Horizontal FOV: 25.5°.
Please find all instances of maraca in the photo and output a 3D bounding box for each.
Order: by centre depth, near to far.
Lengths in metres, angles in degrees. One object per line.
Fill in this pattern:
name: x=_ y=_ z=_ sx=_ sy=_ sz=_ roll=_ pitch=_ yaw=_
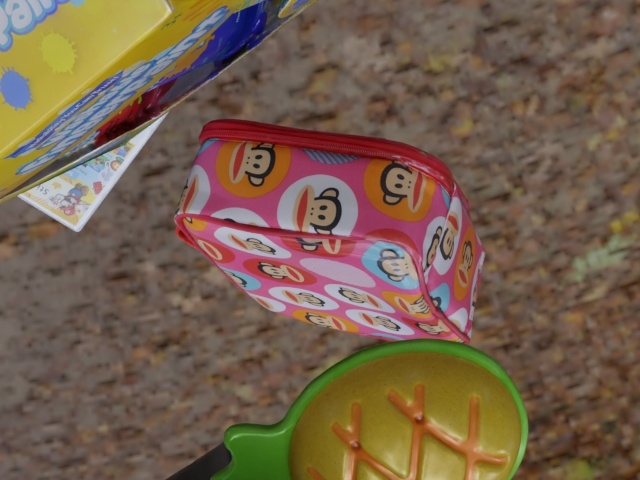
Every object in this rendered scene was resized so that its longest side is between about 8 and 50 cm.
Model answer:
maraca: x=0.029 y=0.124 z=0.816 sx=0.186 sy=0.099 sz=0.127 roll=-24 pitch=108 yaw=8

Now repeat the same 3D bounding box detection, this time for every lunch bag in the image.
lunch bag: x=0.000 y=0.000 z=1.238 sx=0.258 sy=0.120 sz=0.293 roll=8 pitch=162 yaw=18

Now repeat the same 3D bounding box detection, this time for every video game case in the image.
video game case: x=-0.304 y=-0.147 z=1.568 sx=0.227 sy=0.026 sz=0.206 roll=33 pitch=102 yaw=-24

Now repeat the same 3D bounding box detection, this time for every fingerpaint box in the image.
fingerpaint box: x=-0.183 y=-0.178 z=1.146 sx=0.445 sy=0.163 sz=0.371 roll=-31 pitch=-178 yaw=38

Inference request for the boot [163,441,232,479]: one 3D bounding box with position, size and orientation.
boot: x=-0.197 y=0.468 z=1.487 sx=0.445 sy=0.367 sz=0.146 roll=-29 pitch=150 yaw=8
